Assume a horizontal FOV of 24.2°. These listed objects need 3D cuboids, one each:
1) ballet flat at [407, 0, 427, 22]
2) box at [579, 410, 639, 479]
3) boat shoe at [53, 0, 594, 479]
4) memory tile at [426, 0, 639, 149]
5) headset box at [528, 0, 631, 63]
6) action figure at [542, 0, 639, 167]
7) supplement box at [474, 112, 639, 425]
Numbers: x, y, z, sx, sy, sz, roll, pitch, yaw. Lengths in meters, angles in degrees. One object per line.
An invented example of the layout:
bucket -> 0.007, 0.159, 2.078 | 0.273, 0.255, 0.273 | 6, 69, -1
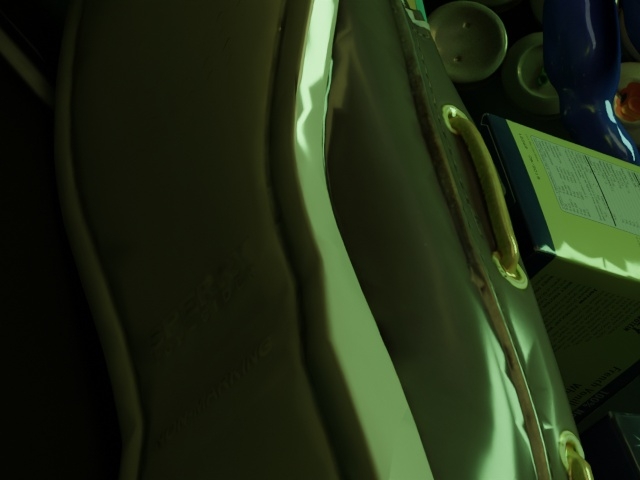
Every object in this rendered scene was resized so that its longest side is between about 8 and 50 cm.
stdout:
ballet flat -> -0.006, -0.135, 0.578 | 0.073, 0.080, 0.232 | 11, 44, -19
box -> 0.163, 0.126, 0.505 | 0.225, 0.036, 0.136 | 7, 49, -38
boat shoe -> 0.000, 0.000, 0.415 | 0.097, 0.116, 0.324 | 23, 40, -38
memory tile -> 0.113, -0.117, 0.622 | 0.113, 0.012, 0.148 | 22, 79, 9
headset box -> 0.190, -0.196, 0.777 | 0.246, 0.131, 0.283 | -17, 66, -50
action figure -> 0.090, -0.107, 0.542 | 0.139, 0.091, 0.280 | 16, 62, -52
supplement box -> 0.067, 0.014, 0.484 | 0.083, 0.083, 0.056 | 15, 45, -33
